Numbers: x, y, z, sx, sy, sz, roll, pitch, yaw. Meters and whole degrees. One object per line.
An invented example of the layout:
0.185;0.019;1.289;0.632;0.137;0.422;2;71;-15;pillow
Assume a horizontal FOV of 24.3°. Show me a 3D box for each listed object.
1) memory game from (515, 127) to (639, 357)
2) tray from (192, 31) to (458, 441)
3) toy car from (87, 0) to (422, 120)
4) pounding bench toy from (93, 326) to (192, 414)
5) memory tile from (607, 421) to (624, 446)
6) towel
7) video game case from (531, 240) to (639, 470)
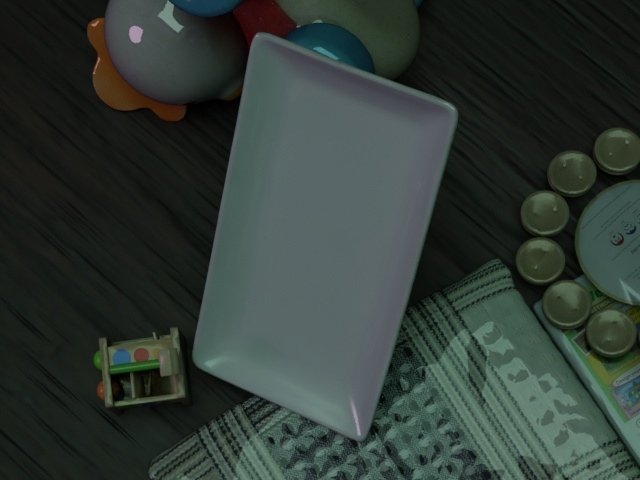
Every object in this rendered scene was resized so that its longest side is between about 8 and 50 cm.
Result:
0.237;0.001;1.096;0.186;0.012;0.186;-2;70;5;memory game
0.000;0.000;1.003;0.145;0.030;0.270;22;122;15;tray
-0.069;-0.155;1.101;0.238;0.219;0.210;-34;107;34;toy car
-0.131;0.093;1.072;0.065;0.083;0.052;-7;77;-1;pounding bench toy
0.142;0.174;1.083;0.113;0.012;0.148;34;80;8;memory tile
0.076;0.217;1.037;0.312;0.056;0.324;-29;74;-2;towel
0.295;0.074;1.084;0.212;0.023;0.193;-30;71;-5;video game case
